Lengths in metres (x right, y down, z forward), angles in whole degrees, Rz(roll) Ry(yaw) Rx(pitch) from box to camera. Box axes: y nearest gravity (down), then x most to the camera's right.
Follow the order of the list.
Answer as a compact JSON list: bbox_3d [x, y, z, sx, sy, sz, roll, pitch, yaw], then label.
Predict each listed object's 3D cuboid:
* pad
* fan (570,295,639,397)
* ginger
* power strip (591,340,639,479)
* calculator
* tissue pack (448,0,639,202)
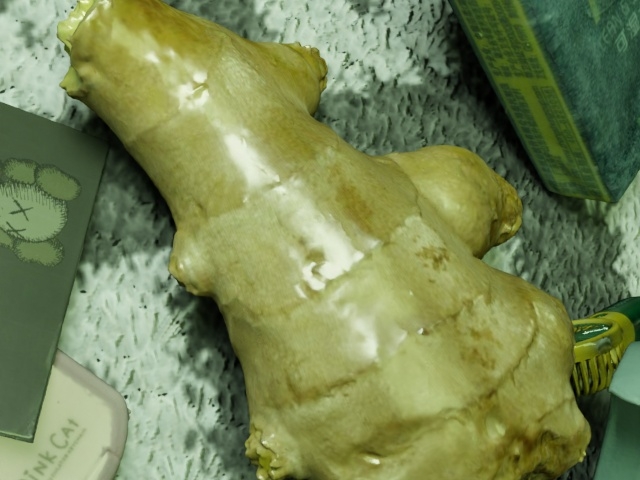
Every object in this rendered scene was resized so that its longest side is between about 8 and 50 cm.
[{"bbox_3d":[-0.192,0.001,0.484,0.127,0.004,0.190,19,58,-22],"label":"pad"},{"bbox_3d":[0.195,0.074,0.646,0.155,0.082,0.039,-18,94,-38],"label":"fan"},{"bbox_3d":[0.021,-0.013,0.528,0.236,0.166,0.375,-27,100,-11],"label":"ginger"},{"bbox_3d":[0.192,0.177,0.576,0.167,0.054,0.253,-26,127,-58],"label":"power strip"},{"bbox_3d":[-0.186,0.086,0.484,0.175,0.032,0.100,39,67,-14],"label":"calculator"},{"bbox_3d":[0.177,-0.177,0.624,0.185,0.081,0.257,-55,132,-20],"label":"tissue pack"}]
